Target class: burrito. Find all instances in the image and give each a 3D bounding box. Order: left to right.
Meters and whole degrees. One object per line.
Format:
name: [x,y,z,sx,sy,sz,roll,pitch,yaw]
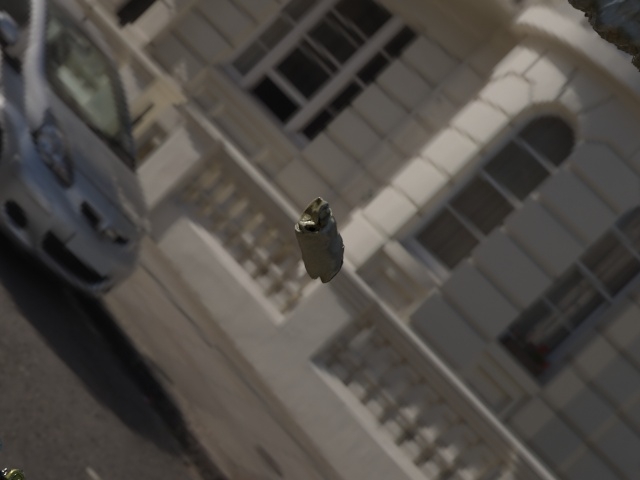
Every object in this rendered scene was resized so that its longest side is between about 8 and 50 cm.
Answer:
burrito: [0.000,0.000,1.897,0.059,0.082,0.275,24,-12,12]

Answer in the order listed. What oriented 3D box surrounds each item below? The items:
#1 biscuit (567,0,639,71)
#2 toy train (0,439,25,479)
biscuit: [0.291,-0.180,1.030,0.281,0.084,0.179,49,18,10]
toy train: [-0.407,0.282,1.440,0.060,0.081,0.202,-3,-56,30]
